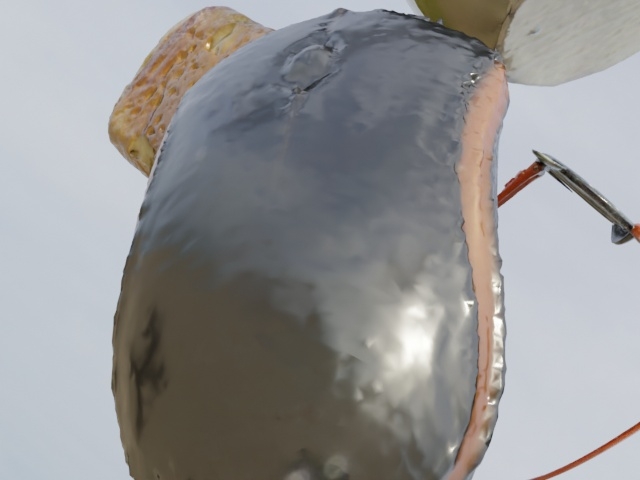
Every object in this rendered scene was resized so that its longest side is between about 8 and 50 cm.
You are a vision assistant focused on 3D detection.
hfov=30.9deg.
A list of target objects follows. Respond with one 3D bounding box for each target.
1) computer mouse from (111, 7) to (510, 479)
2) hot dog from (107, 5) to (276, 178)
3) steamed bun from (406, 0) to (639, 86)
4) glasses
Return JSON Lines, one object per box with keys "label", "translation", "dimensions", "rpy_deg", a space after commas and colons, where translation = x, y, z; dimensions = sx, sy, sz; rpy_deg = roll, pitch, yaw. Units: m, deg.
{"label": "computer mouse", "translation": [-0.001, -0.003, 0.550], "dimensions": [0.183, 0.323, 0.116], "rpy_deg": [-5, -39, 14]}
{"label": "hot dog", "translation": [-0.016, -0.062, 1.031], "dimensions": [0.223, 0.185, 0.405], "rpy_deg": [35, 2, -37]}
{"label": "steamed bun", "translation": [0.179, -0.302, 0.954], "dimensions": [0.309, 0.309, 0.309], "rpy_deg": [34, -24, 17]}
{"label": "glasses", "translation": [0.178, 0.083, 0.968], "dimensions": [0.234, 0.268, 0.118], "rpy_deg": [51, 14, 17]}
